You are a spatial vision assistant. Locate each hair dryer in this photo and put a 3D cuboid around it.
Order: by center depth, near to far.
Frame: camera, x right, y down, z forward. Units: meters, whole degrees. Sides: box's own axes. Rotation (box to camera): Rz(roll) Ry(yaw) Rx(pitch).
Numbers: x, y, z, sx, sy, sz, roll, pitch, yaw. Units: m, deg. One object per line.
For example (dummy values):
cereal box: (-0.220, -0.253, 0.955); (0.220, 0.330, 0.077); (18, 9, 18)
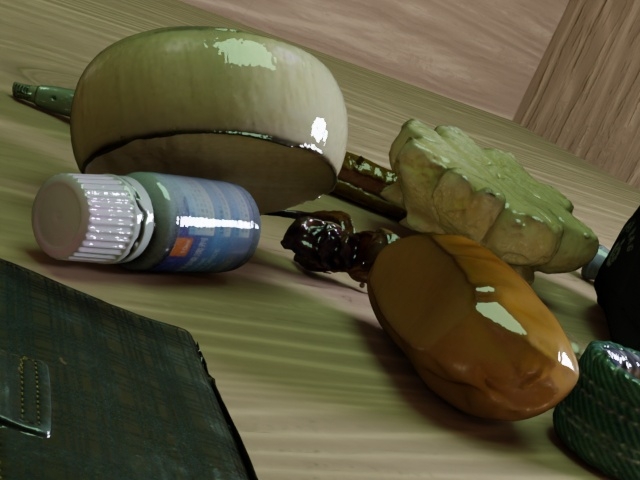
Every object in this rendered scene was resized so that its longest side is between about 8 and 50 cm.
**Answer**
hair dryer: (-0.212, -0.140, 1.337); (0.225, 0.088, 0.219); (14, 1, 26)

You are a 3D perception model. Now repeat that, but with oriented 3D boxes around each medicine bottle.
medicine bottle: (-0.138, -0.016, 0.926); (0.083, 0.083, 0.203); (33, 16, 32)

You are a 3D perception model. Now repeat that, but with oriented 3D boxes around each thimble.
thimble: (0.271, 0.149, 0.980); (0.135, 0.090, 0.118); (10, 20, -46)

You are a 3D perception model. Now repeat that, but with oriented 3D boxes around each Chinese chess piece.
Chinese chess piece: (-0.100, -0.097, 1.028); (0.249, 0.103, 0.250); (0, -18, 0)

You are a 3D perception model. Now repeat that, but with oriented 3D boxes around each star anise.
star anise: (0.000, 0.000, 1.126); (0.190, 0.070, 0.097); (12, -11, 8)

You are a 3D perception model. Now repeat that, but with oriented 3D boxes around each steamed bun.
steamed bun: (0.208, -0.033, 1.457); (0.292, 0.137, 0.295); (28, 17, -2)

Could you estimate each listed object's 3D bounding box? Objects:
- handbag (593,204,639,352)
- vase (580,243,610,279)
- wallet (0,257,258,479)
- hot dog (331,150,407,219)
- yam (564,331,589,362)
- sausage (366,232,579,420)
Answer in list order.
handbag: (0.449, 0.005, 1.408); (0.152, 0.288, 0.342); (20, 13, 4)
vase: (0.496, 0.071, 1.687); (0.214, 0.086, 0.086); (26, 13, 25)
wallet: (-0.110, 0.108, 0.600); (0.169, 0.044, 0.317); (22, 15, -26)
hot dog: (0.057, -0.081, 1.556); (0.286, 0.061, 0.088); (22, 3, -15)
yam: (0.295, 0.152, 1.077); (0.299, 0.066, 0.066); (25, 14, -1)
sausage: (0.124, 0.068, 0.981); (0.136, 0.120, 0.241); (33, 8, -28)
